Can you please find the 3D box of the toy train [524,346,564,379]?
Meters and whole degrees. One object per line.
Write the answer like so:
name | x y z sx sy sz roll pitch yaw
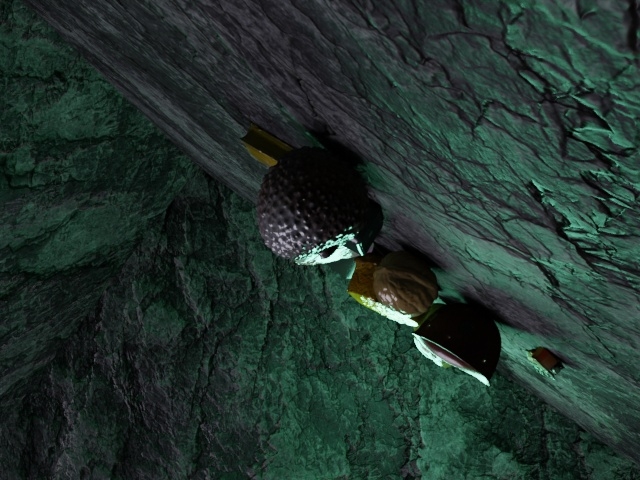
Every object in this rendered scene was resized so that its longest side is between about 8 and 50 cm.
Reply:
toy train | 0.815 0.441 1.798 0.118 0.074 0.176 45 180 4

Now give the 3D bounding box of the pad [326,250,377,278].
pad | 0.064 0.031 2.205 0.375 0.315 0.063 39 -143 -27

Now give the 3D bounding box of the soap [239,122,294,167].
soap | -0.132 -0.261 1.526 0.233 0.076 0.135 35 173 17

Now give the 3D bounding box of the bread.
bread | 0.307 0.209 2.069 0.398 0.215 0.398 26 169 6

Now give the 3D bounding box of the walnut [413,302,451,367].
walnut | 0.552 0.420 2.180 0.277 0.282 0.253 32 135 -10

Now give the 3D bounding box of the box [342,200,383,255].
box | 0.122 -0.042 1.499 0.090 0.144 0.201 30 172 16

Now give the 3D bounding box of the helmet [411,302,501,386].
helmet | 0.546 0.362 1.868 0.337 0.230 0.385 33 174 11

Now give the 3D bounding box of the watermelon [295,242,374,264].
watermelon | 0.017 -0.058 1.751 0.292 0.319 0.222 83 171 -61

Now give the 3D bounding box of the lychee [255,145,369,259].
lychee | -0.030 -0.088 1.227 0.300 0.300 0.300 35 174 4

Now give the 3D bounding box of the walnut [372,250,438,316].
walnut | 0.291 0.152 1.704 0.261 0.225 0.225 39 174 -37

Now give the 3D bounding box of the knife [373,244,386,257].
knife | 0.181 -0.003 2.043 0.343 0.027 0.061 39 169 -33
